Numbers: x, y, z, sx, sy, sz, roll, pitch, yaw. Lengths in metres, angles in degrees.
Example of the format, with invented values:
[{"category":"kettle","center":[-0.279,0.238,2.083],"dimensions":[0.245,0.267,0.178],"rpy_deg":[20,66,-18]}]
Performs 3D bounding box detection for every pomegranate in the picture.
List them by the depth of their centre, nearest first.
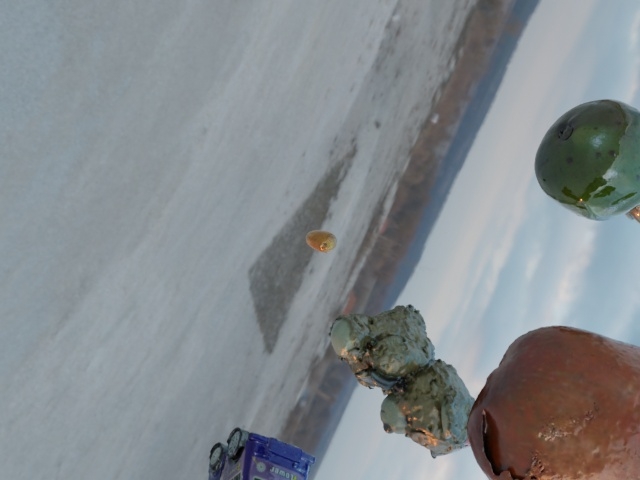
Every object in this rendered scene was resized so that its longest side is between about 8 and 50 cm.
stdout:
[{"category":"pomegranate","center":[0.440,-0.105,1.023],"dimensions":[0.187,0.225,0.187],"rpy_deg":[-38,-148,30]}]

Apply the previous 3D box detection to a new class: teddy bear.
[{"category":"teddy bear","center":[0.143,0.229,1.087],"dimensions":[0.156,0.256,0.267],"rpy_deg":[-31,156,-2]}]

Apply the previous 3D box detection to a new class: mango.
[{"category":"mango","center":[0.000,0.000,1.489],"dimensions":[0.089,0.060,0.046],"rpy_deg":[19,-74,57]}]

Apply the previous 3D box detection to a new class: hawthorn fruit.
[{"category":"hawthorn fruit","center":[0.317,0.202,0.734],"dimensions":[0.211,0.299,0.211],"rpy_deg":[-1,91,-59]}]

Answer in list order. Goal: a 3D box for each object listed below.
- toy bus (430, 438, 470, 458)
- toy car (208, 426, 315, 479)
[{"category":"toy bus","center":[0.291,0.415,1.451],"dimensions":[0.174,0.077,0.079],"rpy_deg":[123,-37,-58]},{"category":"toy car","center":[-0.137,0.500,1.383],"dimensions":[0.235,0.172,0.158],"rpy_deg":[-44,-154,42]}]
